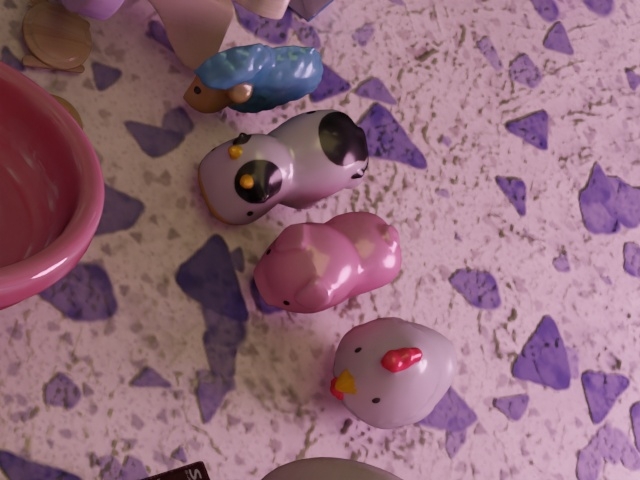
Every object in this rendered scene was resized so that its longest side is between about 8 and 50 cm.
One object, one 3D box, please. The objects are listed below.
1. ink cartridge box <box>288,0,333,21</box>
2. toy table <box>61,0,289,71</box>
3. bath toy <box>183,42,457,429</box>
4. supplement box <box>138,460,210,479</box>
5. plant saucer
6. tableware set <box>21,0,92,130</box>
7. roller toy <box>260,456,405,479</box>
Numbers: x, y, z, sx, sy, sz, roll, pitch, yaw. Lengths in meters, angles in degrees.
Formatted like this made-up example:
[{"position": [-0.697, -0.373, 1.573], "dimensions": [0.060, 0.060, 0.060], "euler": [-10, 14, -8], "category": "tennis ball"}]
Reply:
[{"position": [0.001, -0.308, 1.868], "dimensions": [0.104, 0.061, 0.181], "euler": [39, 55, -11], "category": "ink cartridge box"}, {"position": [-0.124, -0.269, 1.679], "dimensions": [0.161, 0.252, 0.274], "euler": [14, 39, -22], "category": "toy table"}, {"position": [0.000, 0.000, 1.693], "dimensions": [0.151, 0.129, 0.348], "euler": [-25, 81, -2], "category": "bath toy"}, {"position": [-0.201, 0.241, 1.463], "dimensions": [0.239, 0.130, 0.073], "euler": [-15, 77, -34], "category": "supplement box"}, {"position": [-0.331, -0.045, 1.474], "dimensions": [0.332, 0.084, 0.332], "euler": [16, 35, -12], "category": "plant saucer"}, {"position": [-0.259, -0.140, 1.664], "dimensions": [0.141, 0.020, 0.168], "euler": [11, 63, -29], "category": "tableware set"}, {"position": [0.007, 0.279, 1.527], "dimensions": [0.191, 0.209, 0.146], "euler": [39, 46, -9], "category": "roller toy"}]
